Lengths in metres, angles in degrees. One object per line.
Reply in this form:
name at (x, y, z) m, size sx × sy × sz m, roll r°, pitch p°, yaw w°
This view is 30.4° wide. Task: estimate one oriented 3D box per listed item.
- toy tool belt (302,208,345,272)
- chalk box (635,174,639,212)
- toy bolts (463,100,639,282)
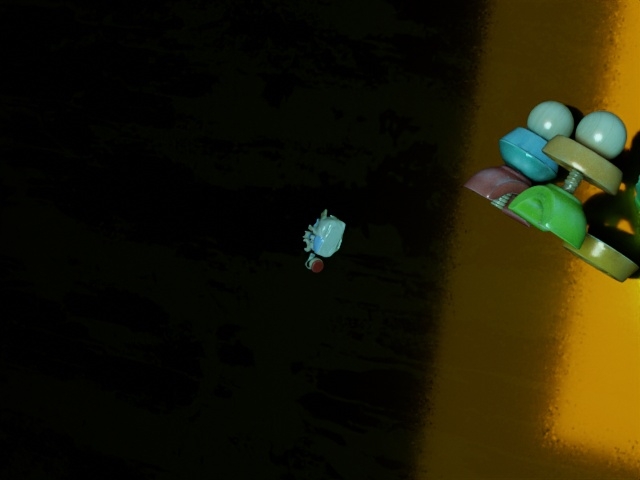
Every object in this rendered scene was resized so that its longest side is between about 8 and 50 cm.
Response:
toy tool belt at (0.000, 0.000, 1.695) m, size 0.051 × 0.052 × 0.083 m, roll 41°, pitch 109°, yaw 54°
chalk box at (0.474, -0.031, 1.338) m, size 0.180 × 0.179 × 0.289 m, roll -27°, pitch 77°, yaw 9°
toy bolts at (0.318, -0.077, 1.474) m, size 0.159 × 0.218 × 0.228 m, roll -58°, pitch 34°, yaw 3°
